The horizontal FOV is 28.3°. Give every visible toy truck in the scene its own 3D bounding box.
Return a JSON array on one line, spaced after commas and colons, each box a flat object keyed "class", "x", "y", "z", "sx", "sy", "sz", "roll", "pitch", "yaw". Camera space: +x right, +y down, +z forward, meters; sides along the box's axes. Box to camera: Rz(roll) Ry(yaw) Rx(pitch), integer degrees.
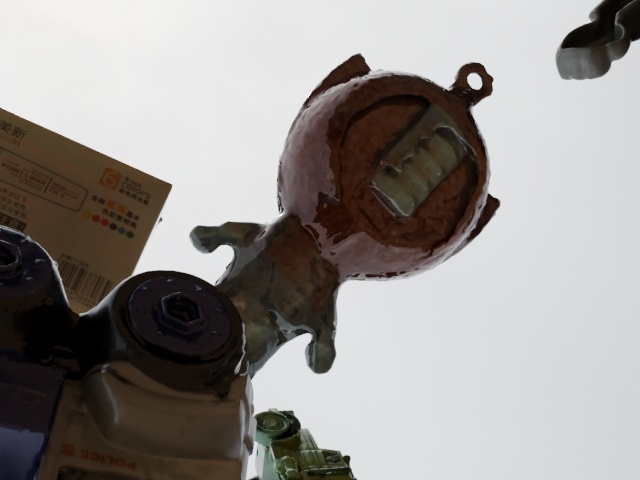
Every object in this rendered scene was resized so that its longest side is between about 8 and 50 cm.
[{"class": "toy truck", "x": -0.004, "y": 0.304, "z": 1.418, "sx": 0.135, "sy": 0.128, "sz": 0.259, "roll": -3, "pitch": -151, "yaw": -18}, {"class": "toy truck", "x": -0.140, "y": 0.107, "z": 0.612, "sx": 0.213, "sy": 0.161, "sz": 0.177, "roll": 16, "pitch": -149, "yaw": -10}]

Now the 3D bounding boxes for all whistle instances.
[{"class": "whistle", "x": 0.000, "y": -0.001, "z": 0.848, "sx": 0.346, "sy": 0.134, "sz": 0.142, "roll": -46, "pitch": -60, "yaw": -15}]

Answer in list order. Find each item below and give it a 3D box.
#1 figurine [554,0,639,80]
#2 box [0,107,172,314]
[{"class": "figurine", "x": 0.390, "y": -0.213, "z": 1.158, "sx": 0.167, "sy": 0.343, "sz": 0.285, "roll": 51, "pitch": -157, "yaw": -30}, {"class": "box", "x": -0.335, "y": -0.022, "z": 1.473, "sx": 0.274, "sy": 0.091, "sz": 0.220, "roll": 26, "pitch": -124, "yaw": -7}]
